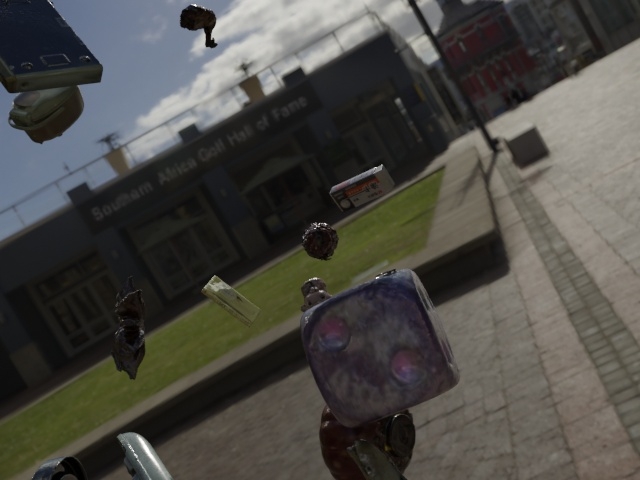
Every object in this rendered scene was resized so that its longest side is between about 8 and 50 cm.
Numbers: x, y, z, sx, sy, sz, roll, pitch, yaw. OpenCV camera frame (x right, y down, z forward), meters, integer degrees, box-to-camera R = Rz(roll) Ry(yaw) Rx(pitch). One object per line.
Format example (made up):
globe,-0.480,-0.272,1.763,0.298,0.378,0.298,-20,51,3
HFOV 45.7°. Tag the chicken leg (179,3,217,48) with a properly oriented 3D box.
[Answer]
chicken leg,-0.375,-0.687,2.421,0.106,0.051,0.253,-53,-16,3

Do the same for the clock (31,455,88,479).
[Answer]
clock,-0.617,0.653,1.795,0.056,0.280,0.280,-7,6,3

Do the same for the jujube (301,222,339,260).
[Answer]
jujube,-0.003,-0.003,1.982,0.104,0.104,0.166,-30,-12,1

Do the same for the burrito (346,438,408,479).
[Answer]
burrito,0.119,0.476,1.563,0.058,0.063,0.229,9,12,-23

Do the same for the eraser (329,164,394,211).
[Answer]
eraser,0.082,-0.102,1.499,0.122,0.052,0.029,-22,29,28

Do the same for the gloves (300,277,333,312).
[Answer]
gloves,-0.010,0.174,2.193,0.110,0.094,0.144,-43,46,-2

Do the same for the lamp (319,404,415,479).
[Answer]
lamp,0.128,0.539,2.097,0.257,0.303,0.303,-12,15,40

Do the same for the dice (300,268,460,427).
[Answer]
dice,0.129,0.230,1.635,0.270,0.271,0.270,-24,-10,10

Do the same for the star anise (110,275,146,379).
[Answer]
star anise,-0.367,0.162,1.452,0.065,0.182,0.195,1,6,-11

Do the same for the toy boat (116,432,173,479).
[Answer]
toy boat,-0.347,0.447,1.466,0.085,0.078,0.261,-31,31,-20

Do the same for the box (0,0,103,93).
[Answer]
box,-0.556,-0.386,1.439,0.211,0.270,0.045,-18,-32,-40

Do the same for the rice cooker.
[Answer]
rice cooker,-0.722,-0.350,2.014,0.145,0.127,0.206,16,57,30

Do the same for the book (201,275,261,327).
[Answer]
book,-0.163,0.111,1.401,0.014,0.111,0.077,-52,2,16
